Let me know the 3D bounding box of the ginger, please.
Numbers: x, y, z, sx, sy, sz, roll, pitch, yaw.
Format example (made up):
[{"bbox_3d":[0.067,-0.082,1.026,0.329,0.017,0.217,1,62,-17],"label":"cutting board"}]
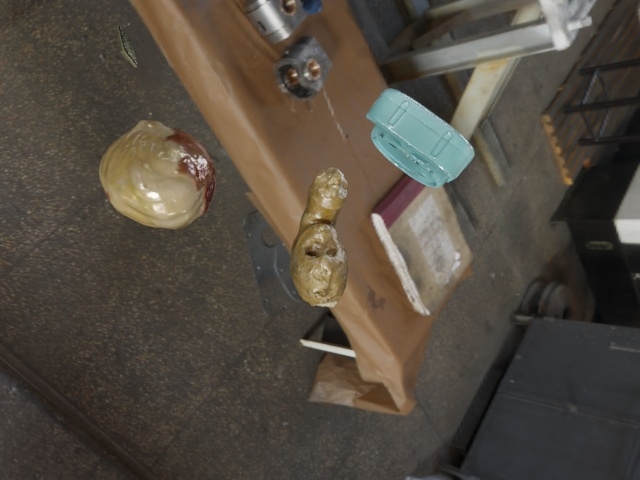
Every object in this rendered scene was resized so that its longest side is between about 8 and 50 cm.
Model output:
[{"bbox_3d":[0.000,0.004,0.648,0.096,0.067,0.165,-86,180,-66],"label":"ginger"}]

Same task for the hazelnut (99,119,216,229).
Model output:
[{"bbox_3d":[-0.356,-0.148,1.289,0.261,0.261,0.241,-26,112,-40],"label":"hazelnut"}]

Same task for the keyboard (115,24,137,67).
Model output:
[{"bbox_3d":[-0.435,-0.436,1.303,0.015,0.129,0.049,-33,137,7],"label":"keyboard"}]

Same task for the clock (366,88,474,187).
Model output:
[{"bbox_3d":[0.205,-0.199,1.237,0.094,0.223,0.274,-51,171,-2],"label":"clock"}]
